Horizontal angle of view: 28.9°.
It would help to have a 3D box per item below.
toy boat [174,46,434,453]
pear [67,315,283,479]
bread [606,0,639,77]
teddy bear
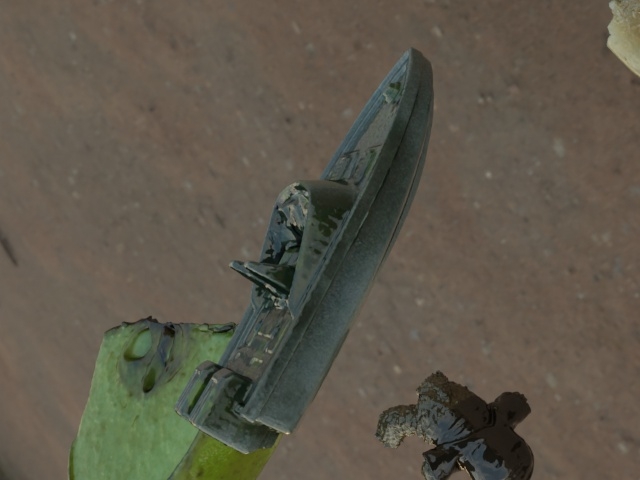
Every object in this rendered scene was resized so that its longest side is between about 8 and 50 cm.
[{"bbox_3d":[0.000,0.000,0.899,0.092,0.320,0.141,30,171,-14],"label":"toy boat"},{"bbox_3d":[-0.135,0.217,1.292,0.238,0.256,0.164,-6,152,44],"label":"pear"},{"bbox_3d":[0.595,-0.305,1.865,0.171,0.314,0.192,122,134,-62],"label":"bread"},{"bbox_3d":[0.122,0.162,1.104,0.160,0.119,0.078,30,150,46],"label":"teddy bear"}]
